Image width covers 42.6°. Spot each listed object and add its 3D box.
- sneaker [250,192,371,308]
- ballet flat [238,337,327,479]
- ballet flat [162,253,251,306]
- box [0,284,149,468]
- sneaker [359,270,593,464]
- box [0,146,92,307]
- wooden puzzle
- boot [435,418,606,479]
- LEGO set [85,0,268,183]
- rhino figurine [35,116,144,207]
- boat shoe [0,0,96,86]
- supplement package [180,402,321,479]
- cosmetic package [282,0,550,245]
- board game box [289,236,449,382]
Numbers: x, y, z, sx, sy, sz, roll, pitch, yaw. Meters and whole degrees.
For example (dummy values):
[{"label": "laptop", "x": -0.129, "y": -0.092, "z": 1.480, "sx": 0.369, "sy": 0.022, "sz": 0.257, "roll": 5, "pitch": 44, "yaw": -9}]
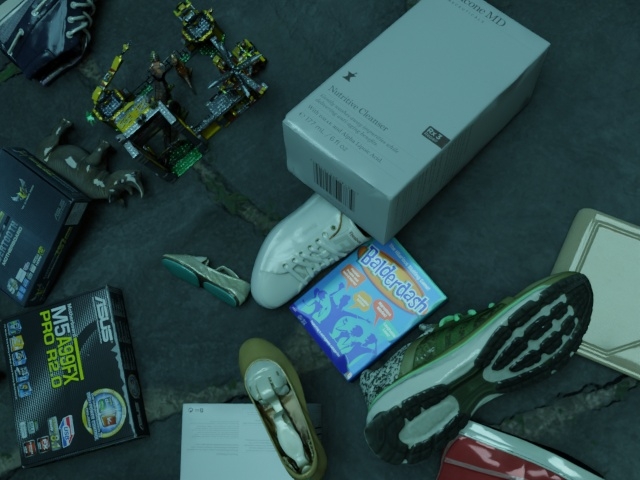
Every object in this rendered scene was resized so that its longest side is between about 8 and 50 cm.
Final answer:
[{"label": "sneaker", "x": 0.000, "y": 0.000, "z": 1.333, "sx": 0.290, "sy": 0.106, "sz": 0.123, "roll": -53, "pitch": 37, "yaw": -2}, {"label": "ballet flat", "x": -0.056, "y": 0.239, "z": 1.181, "sx": 0.080, "sy": 0.073, "sz": 0.232, "roll": -31, "pitch": 73, "yaw": 3}, {"label": "ballet flat", "x": -0.195, "y": 0.059, "z": 1.423, "sx": 0.168, "sy": 0.057, "sz": 0.052, "roll": 29, "pitch": 59, "yaw": 13}, {"label": "box", "x": -0.430, "y": 0.236, "z": 1.428, "sx": 0.216, "sy": 0.060, "sz": 0.270, "roll": -17, "pitch": 76, "yaw": 10}, {"label": "sneaker", "x": 0.218, "y": 0.152, "z": 1.246, "sx": 0.410, "sy": 0.158, "sz": 0.182, "roll": -32, "pitch": 35, "yaw": -2}, {"label": "box", "x": -0.535, "y": -0.024, "z": 1.474, "sx": 0.183, "sy": 0.059, "sz": 0.233, "roll": 35, "pitch": 105, "yaw": 17}, {"label": "wooden puzzle", "x": 0.472, "y": 0.089, "z": 1.265, "sx": 0.238, "sy": 0.044, "sz": 0.221, "roll": 22, "pitch": 85, "yaw": 21}, {"label": "boot", "x": 0.287, "y": 0.383, "z": 1.224, "sx": 0.244, "sy": 0.088, "sz": 0.176, "roll": 15, "pitch": 83, "yaw": 24}, {"label": "LEGO set", "x": -0.263, "y": -0.270, "z": 1.423, "sx": 0.331, "sy": 0.192, "sz": 0.255, "roll": -33, "pitch": 74, "yaw": 4}, {"label": "rhino figurine", "x": -0.416, "y": -0.133, "z": 1.494, "sx": 0.243, "sy": 0.073, "sz": 0.106, "roll": 29, "pitch": 85, "yaw": 15}, {"label": "boat shoe", "x": -0.463, "y": -0.440, "z": 1.552, "sx": 0.340, "sy": 0.127, "sz": 0.158, "roll": -39, "pitch": 80, "yaw": 11}, {"label": "supplement package", "x": -0.104, "y": 0.357, "z": 1.281, "sx": 0.194, "sy": 0.149, "sz": 0.203, "roll": -2, "pitch": 78, "yaw": 12}, {"label": "cosmetic package", "x": 0.149, "y": -0.206, "z": 1.277, "sx": 0.217, "sy": 0.156, "sz": 0.385, "roll": 38, "pitch": 70, "yaw": 18}, {"label": "board game box", "x": 0.079, "y": 0.104, "z": 1.345, "sx": 0.210, "sy": 0.047, "sz": 0.160, "roll": -41, "pitch": 73, "yaw": 1}]
